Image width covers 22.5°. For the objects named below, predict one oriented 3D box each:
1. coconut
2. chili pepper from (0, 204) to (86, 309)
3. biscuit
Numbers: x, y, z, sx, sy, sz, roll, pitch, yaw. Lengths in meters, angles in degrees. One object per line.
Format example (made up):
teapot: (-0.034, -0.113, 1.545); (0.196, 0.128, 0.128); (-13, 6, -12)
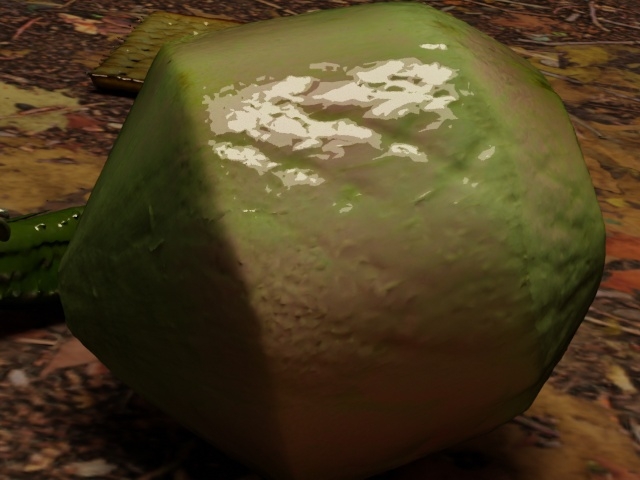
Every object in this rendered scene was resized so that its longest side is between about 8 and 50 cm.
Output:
coconut: (0.000, 0.000, 0.706); (0.235, 0.236, 0.204); (7, -18, 1)
chili pepper: (-0.079, -0.012, 0.878); (0.085, 0.076, 0.359); (-2, 9, 35)
biscuit: (-0.097, -0.149, 1.295); (0.139, 0.016, 0.231); (8, 21, 3)
